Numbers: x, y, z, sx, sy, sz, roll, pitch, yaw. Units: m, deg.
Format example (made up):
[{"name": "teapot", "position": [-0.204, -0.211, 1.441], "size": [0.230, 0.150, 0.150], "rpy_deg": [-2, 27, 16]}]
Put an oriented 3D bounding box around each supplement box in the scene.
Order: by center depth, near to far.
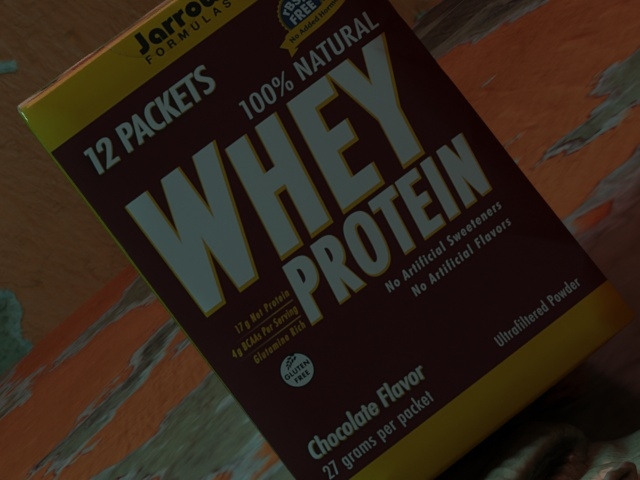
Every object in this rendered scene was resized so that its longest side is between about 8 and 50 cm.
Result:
[{"name": "supplement box", "position": [0.000, 0.000, 0.538], "size": [0.129, 0.191, 0.194], "rpy_deg": [-37, -4, -4]}]

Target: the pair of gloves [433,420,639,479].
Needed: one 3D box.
[{"name": "pair of gloves", "position": [0.009, 0.149, 0.416], "size": [0.204, 0.042, 0.240], "rpy_deg": [-38, 4, 39]}]
